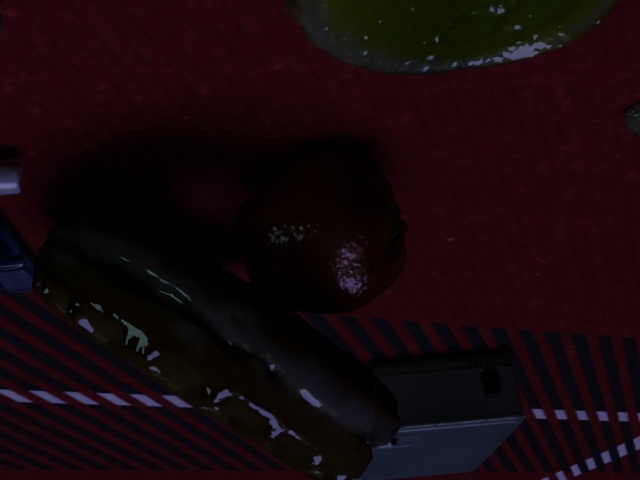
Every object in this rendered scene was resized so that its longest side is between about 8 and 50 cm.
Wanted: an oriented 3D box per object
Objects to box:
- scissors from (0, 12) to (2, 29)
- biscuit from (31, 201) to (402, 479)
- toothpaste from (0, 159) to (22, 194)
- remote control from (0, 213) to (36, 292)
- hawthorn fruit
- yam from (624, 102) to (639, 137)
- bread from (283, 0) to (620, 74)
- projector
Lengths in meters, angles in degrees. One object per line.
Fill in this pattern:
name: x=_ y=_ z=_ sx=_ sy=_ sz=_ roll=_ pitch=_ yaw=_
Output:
scissors: x=-0.351 y=-0.160 z=0.670 sx=0.191 sy=0.029 sz=0.360 roll=-25 pitch=152 yaw=35
biscuit: x=-0.084 y=0.086 z=1.012 sx=0.332 sy=0.103 sz=0.332 roll=31 pitch=171 yaw=5
toothpaste: x=-0.335 y=-0.048 z=0.927 sx=0.218 sy=0.033 sz=0.052 roll=0 pitch=157 yaw=-7
remote control: x=-0.278 y=0.011 z=1.077 sx=0.044 sy=0.027 sz=0.152 roll=-13 pitch=158 yaw=0
hawthorn fruit: x=0.000 y=0.000 z=1.012 sx=0.138 sy=0.132 sz=0.133 roll=-10 pitch=156 yaw=12
yam: x=0.305 y=-0.082 z=1.053 sx=0.032 sy=0.032 sz=0.145 roll=-27 pitch=149 yaw=35
bread: x=0.079 y=-0.177 z=0.720 sx=0.236 sy=0.069 sz=0.236 roll=-6 pitch=157 yaw=-3
projector: x=0.135 y=0.232 z=1.611 sx=0.192 sy=0.099 sz=0.256 roll=-5 pitch=156 yaw=-10
